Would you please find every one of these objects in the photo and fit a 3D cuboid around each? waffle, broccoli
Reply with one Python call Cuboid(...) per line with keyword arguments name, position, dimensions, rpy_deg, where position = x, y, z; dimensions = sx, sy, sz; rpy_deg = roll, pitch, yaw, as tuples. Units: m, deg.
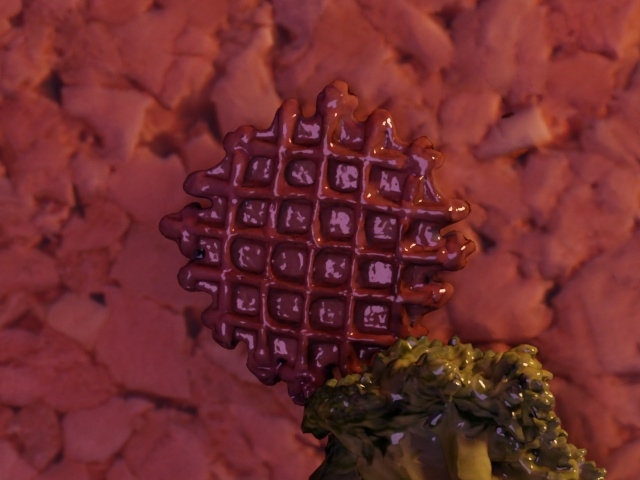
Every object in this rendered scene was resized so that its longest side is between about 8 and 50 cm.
Cuboid(name="waffle", position=(0.000, 0.000, 1.389), dimensions=(0.234, 0.055, 0.221), rpy_deg=(-37, 87, 14))
Cuboid(name="broccoli", position=(0.102, 0.212, 1.305), dimensions=(0.260, 0.235, 0.288), rpy_deg=(-23, 99, 49))
